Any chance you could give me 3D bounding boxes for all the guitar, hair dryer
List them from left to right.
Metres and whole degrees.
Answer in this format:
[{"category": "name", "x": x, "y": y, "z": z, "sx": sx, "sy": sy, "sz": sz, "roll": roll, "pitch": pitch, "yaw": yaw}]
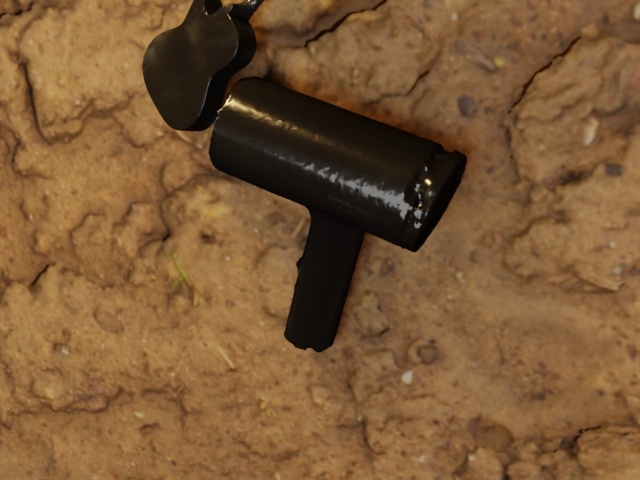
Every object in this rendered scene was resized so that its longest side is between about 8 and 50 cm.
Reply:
[{"category": "guitar", "x": -0.066, "y": -0.183, "z": 0.924, "sx": 0.233, "sy": 0.025, "sz": 0.088, "roll": -45, "pitch": 64, "yaw": 33}, {"category": "hair dryer", "x": 0.000, "y": 0.000, "z": 0.970, "sx": 0.197, "sy": 0.089, "sz": 0.251, "roll": 23, "pitch": 130, "yaw": 15}]
